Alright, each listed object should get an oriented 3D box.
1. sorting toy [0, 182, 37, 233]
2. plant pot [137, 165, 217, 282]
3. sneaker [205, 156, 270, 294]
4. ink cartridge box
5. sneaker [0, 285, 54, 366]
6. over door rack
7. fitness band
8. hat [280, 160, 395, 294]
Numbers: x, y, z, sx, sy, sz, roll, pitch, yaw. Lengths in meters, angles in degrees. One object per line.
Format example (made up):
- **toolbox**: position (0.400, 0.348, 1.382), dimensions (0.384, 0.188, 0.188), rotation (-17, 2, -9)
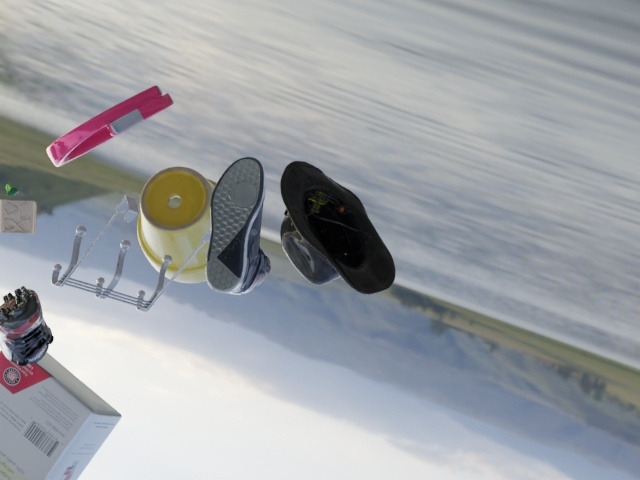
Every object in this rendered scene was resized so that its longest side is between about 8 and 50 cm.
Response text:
- **sorting toy**: position (-0.502, -0.053, 1.621), dimensions (0.062, 0.083, 0.012), rotation (3, -167, -10)
- **plant pot**: position (-0.320, -0.053, 2.303), dimensions (0.254, 0.254, 0.239), rotation (19, 163, 11)
- **sneaker**: position (-0.128, -0.018, 1.640), dimensions (0.086, 0.226, 0.163), rotation (11, 174, 13)
- **ink cartridge box**: position (-0.682, 0.466, 2.195), dimensions (0.279, 0.384, 0.160), rotation (35, 177, 18)
- **sneaker**: position (-0.541, 0.161, 1.784), dimensions (0.135, 0.097, 0.276), rotation (54, 155, -9)
- **over door rack**: position (-0.394, 0.021, 2.100), dimensions (0.239, 0.108, 0.324), rotation (21, 135, -37)
- **fitness band**: position (-0.427, -0.236, 1.993), dimensions (0.209, 0.054, 0.291), rotation (-19, -166, 44)
- **hat**: position (0.000, 0.000, 2.046), dimensions (0.331, 0.134, 0.331), rotation (37, -151, -25)
